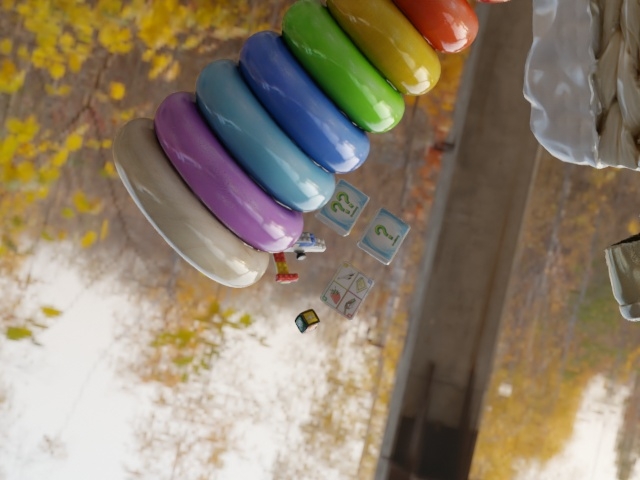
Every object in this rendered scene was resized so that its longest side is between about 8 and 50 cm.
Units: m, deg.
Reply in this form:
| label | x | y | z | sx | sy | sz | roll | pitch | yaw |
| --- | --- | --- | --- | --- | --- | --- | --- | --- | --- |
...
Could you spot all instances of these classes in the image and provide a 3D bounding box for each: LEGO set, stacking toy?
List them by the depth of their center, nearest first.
| label | x | y | z | sx | sy | sz | roll | pitch | yaw |
| --- | --- | --- | --- | --- | --- | --- | --- | --- | --- |
| stacking toy | 0.024 | -0.119 | 0.764 | 0.141 | 0.330 | 0.141 | 49 | -170 | -12 |
| LEGO set | 0.000 | 0.000 | 1.436 | 0.182 | 0.244 | 0.060 | 35 | 140 | -1 |

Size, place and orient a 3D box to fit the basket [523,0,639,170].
| label | x | y | z | sx | sy | sz | roll | pitch | yaw |
| --- | --- | --- | --- | --- | --- | --- | --- | --- | --- |
| basket | 0.295 | -0.202 | 0.525 | 0.328 | 0.331 | 0.266 | -24 | -148 | -34 |

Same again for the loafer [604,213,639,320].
| label | x | y | z | sx | sy | sz | roll | pitch | yaw |
| --- | --- | --- | --- | --- | --- | --- | --- | --- | --- |
| loafer | 0.403 | -0.020 | 1.221 | 0.092 | 0.268 | 0.102 | 57 | 152 | -9 |
